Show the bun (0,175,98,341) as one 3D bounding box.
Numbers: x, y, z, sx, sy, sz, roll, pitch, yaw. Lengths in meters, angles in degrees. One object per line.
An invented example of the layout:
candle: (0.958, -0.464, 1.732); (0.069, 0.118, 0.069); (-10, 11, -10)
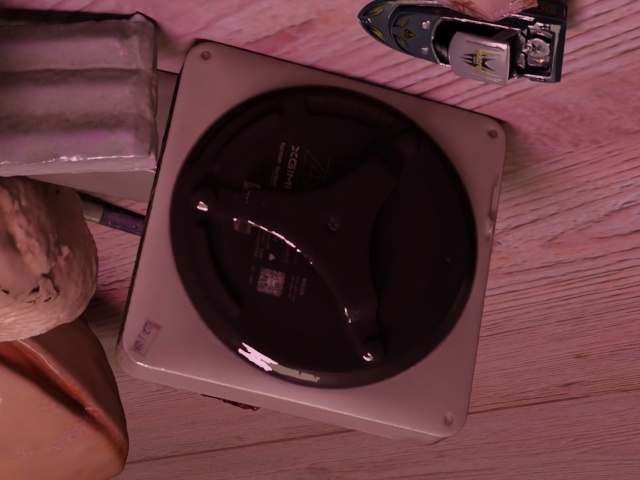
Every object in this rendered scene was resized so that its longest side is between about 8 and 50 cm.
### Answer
bun: (-0.368, -0.029, 1.397); (0.360, 0.211, 0.360); (2, 168, 0)

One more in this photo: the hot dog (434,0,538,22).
hot dog: (0.059, -0.186, 0.955); (0.108, 0.059, 0.191); (29, 178, 34)

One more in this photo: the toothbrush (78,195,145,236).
toothbrush: (-0.115, 0.007, 1.623); (0.288, 0.024, 0.026); (18, 172, -22)

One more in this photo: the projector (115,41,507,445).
projector: (0.000, 0.000, 1.207); (0.259, 0.257, 0.079); (14, 160, -10)

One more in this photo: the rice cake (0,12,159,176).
rice cake: (-0.233, -0.103, 1.211); (0.237, 0.127, 0.043); (-3, 162, 13)

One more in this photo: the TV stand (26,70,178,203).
TV stand: (-0.095, -0.073, 1.306); (0.270, 0.088, 0.083); (12, 160, -3)

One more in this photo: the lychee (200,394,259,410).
lychee: (-0.067, 0.065, 1.548); (0.188, 0.188, 0.188); (9, 160, 3)

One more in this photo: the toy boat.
toy boat: (0.093, -0.140, 1.086); (0.141, 0.060, 0.055); (11, 137, 12)

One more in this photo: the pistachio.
pistachio: (-0.399, 0.143, 1.805); (0.365, 0.281, 0.445); (2, 146, 45)
